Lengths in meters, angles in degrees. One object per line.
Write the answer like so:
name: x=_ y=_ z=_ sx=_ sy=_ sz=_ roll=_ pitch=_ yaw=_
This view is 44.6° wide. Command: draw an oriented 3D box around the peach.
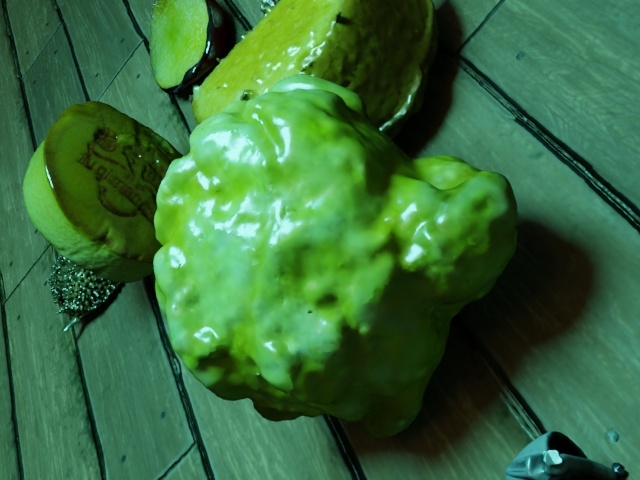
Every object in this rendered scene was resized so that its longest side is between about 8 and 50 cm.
peach: x=-0.234 y=-0.357 z=1.383 sx=0.189 sy=0.068 sz=0.279 roll=-53 pitch=43 yaw=22

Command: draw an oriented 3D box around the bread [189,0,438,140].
bread: x=0.004 y=-0.184 z=0.942 sx=0.340 sy=0.194 sz=0.179 roll=-42 pitch=36 yaw=16

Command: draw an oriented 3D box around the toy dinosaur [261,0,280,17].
toy dinosaur: x=-0.006 y=-0.379 z=1.062 sx=0.206 sy=0.327 sz=0.113 roll=8 pitch=37 yaw=18

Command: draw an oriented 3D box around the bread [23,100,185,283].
bread: x=-0.298 y=-0.069 z=1.149 sx=0.148 sy=0.269 sz=0.270 roll=-35 pitch=47 yaw=34

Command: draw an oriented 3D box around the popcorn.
popcorn: x=-0.006 y=0.009 z=0.767 sx=0.294 sy=0.334 sz=0.292 roll=-58 pitch=-5 yaw=-38

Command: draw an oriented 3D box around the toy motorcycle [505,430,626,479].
toy motorcycle: x=0.223 y=0.229 z=0.569 sx=0.270 sy=0.106 sz=0.159 roll=-4 pitch=72 yaw=49

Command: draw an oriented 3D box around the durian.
durian: x=-0.403 y=0.063 z=1.307 sx=0.148 sy=0.091 sz=0.189 roll=13 pitch=81 yaw=48
